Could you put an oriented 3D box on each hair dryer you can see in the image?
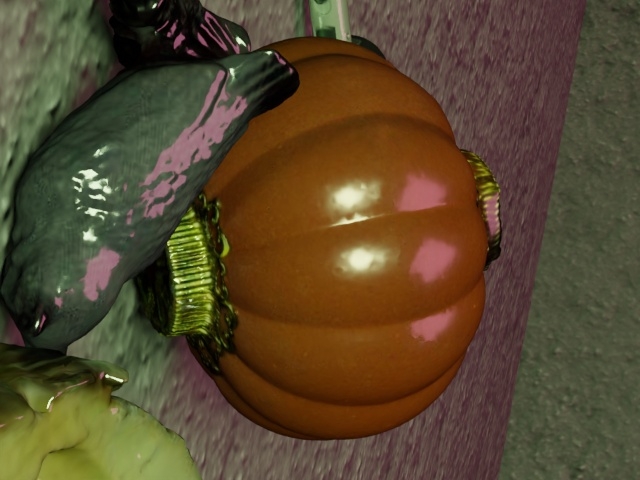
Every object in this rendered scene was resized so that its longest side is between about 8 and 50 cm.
[{"bbox_3d":[0.002,-0.167,1.227,0.100,0.057,0.197,-56,142,-62],"label":"hair dryer"}]

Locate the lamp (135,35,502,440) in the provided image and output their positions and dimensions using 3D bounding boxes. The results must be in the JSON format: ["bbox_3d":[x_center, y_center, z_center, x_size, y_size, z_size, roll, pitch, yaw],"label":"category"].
[{"bbox_3d":[0.000,0.000,0.967,0.223,0.196,0.223,169,-90,-70],"label":"lamp"}]

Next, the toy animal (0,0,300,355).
[{"bbox_3d":[-0.075,-0.031,0.824,0.121,0.117,0.210,80,19,-68],"label":"toy animal"}]

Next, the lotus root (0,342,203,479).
[{"bbox_3d":[-0.158,0.149,0.525,0.267,0.149,0.260,-43,139,-50],"label":"lotus root"}]
